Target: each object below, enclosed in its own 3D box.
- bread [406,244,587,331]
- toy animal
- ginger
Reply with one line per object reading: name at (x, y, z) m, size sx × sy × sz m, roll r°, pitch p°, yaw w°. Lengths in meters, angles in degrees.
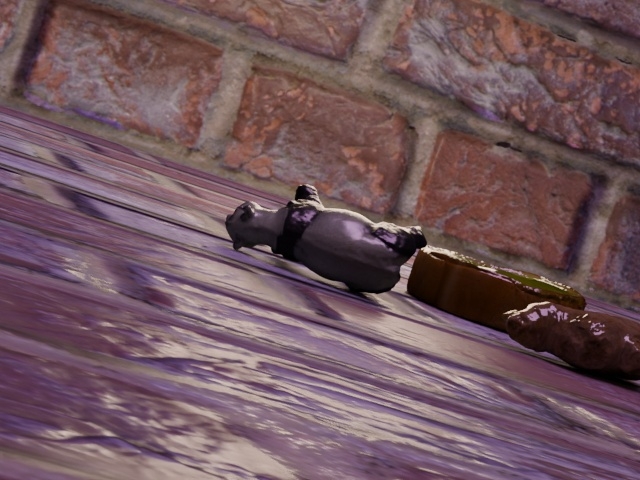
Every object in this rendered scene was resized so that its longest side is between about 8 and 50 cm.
bread at (0.223, 0.068, 2.025) m, size 0.236 × 0.070 × 0.236 m, roll 18°, pitch 4°, yaw -1°
toy animal at (0.000, 0.000, 1.821) m, size 0.225 × 0.093 × 0.121 m, roll 21°, pitch 13°, yaw 10°
ginger at (0.310, 0.113, 1.801) m, size 0.213 × 0.074 × 0.137 m, roll 21°, pitch -7°, yaw -40°
